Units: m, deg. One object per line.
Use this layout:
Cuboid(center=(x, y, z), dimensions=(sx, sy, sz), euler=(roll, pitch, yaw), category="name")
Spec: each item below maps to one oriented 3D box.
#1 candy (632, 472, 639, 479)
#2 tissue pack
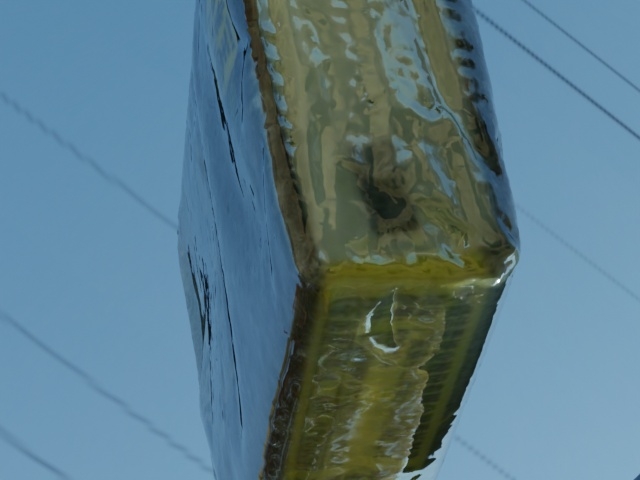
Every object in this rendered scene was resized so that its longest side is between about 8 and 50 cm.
Cuboid(center=(0.149, 0.118, 0.585), dimensions=(0.070, 0.145, 0.275), euler=(37, -92, -13), category="candy")
Cuboid(center=(0.000, 0.000, 0.578), dimensions=(0.081, 0.185, 0.257), euler=(-4, -32, -10), category="tissue pack")
